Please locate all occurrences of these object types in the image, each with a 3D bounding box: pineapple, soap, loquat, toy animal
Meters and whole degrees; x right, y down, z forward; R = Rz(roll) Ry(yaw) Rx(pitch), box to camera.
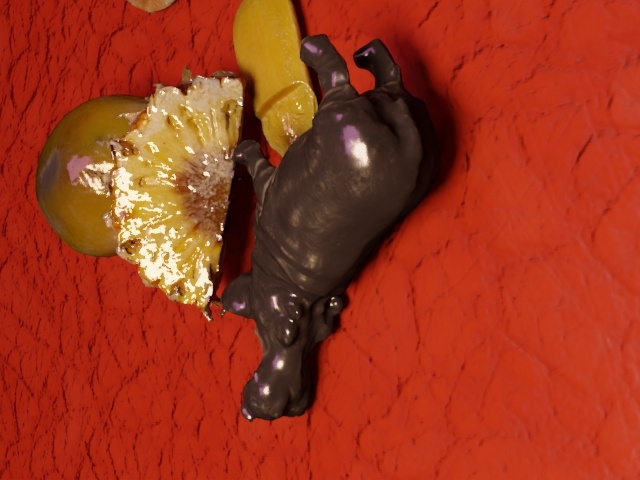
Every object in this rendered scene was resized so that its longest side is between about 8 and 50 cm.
[{"bbox_3d":[-0.145,-0.048,1.039,0.079,0.135,0.233,-131,46,-85],"label":"pineapple"},{"bbox_3d":[-0.040,-0.158,1.036,0.089,0.033,0.168,-40,61,46],"label":"soap"},{"bbox_3d":[-0.211,-0.070,1.146,0.195,0.152,0.152,-44,58,29],"label":"loquat"},{"bbox_3d":[-0.009,-0.008,0.949,0.168,0.106,0.343,57,138,35],"label":"toy animal"}]

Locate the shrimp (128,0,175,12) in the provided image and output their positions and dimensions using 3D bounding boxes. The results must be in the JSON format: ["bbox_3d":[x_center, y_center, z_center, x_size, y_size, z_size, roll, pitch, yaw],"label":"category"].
[{"bbox_3d":[-0.185,-0.352,1.190,0.152,0.046,0.219,-38,66,41],"label":"shrimp"}]
